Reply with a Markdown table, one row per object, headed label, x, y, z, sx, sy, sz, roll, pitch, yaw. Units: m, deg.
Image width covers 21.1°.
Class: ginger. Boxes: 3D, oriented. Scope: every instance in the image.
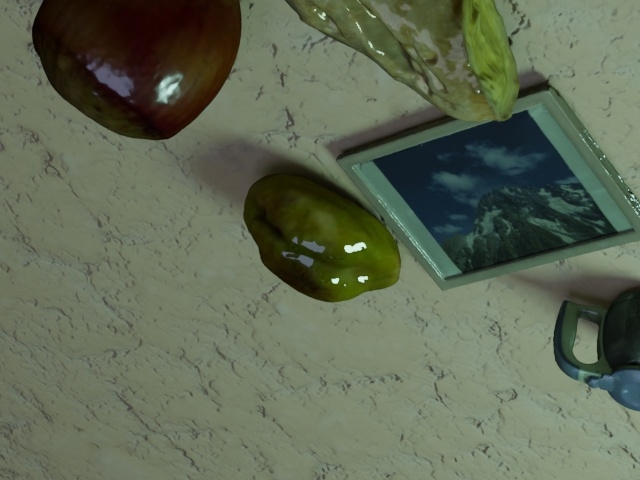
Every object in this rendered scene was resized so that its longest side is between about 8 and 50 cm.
| label | x | y | z | sx | sy | sz | roll | pitch | yaw |
| --- | --- | --- | --- | --- | --- | --- | --- | --- | --- |
| ginger | 0.051 | -0.232 | 1.528 | 0.354 | 0.126 | 0.190 | 40 | 135 | -13 |

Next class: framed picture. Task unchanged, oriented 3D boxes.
| label | x | y | z | sx | sy | sz | roll | pitch | yaw |
| --- | --- | --- | --- | --- | --- | --- | --- | --- | --- |
| framed picture | 0.176 | -0.049 | 1.745 | 0.281 | 0.019 | 0.209 | -19 | 123 | 42 |

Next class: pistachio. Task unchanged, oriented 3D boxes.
| label | x | y | z | sx | sy | sz | roll | pitch | yaw |
| --- | --- | --- | --- | --- | --- | --- | --- | --- | --- |
| pistachio | 0.003 | 0.000 | 1.833 | 0.189 | 0.100 | 0.110 | 36 | 145 | -8 |

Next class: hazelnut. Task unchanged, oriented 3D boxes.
| label | x | y | z | sx | sy | sz | roll | pitch | yaw |
| --- | --- | --- | --- | --- | --- | --- | --- | --- | --- |
| hazelnut | -0.166 | -0.206 | 1.652 | 0.208 | 0.208 | 0.208 | 16 | 140 | 14 |

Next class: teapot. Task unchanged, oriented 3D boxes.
| label | x | y | z | sx | sy | sz | roll | pitch | yaw |
| --- | --- | --- | --- | --- | --- | --- | --- | --- | --- |
| teapot | 0.323 | 0.112 | 1.768 | 0.149 | 0.108 | 0.111 | 35 | 139 | -10 |
